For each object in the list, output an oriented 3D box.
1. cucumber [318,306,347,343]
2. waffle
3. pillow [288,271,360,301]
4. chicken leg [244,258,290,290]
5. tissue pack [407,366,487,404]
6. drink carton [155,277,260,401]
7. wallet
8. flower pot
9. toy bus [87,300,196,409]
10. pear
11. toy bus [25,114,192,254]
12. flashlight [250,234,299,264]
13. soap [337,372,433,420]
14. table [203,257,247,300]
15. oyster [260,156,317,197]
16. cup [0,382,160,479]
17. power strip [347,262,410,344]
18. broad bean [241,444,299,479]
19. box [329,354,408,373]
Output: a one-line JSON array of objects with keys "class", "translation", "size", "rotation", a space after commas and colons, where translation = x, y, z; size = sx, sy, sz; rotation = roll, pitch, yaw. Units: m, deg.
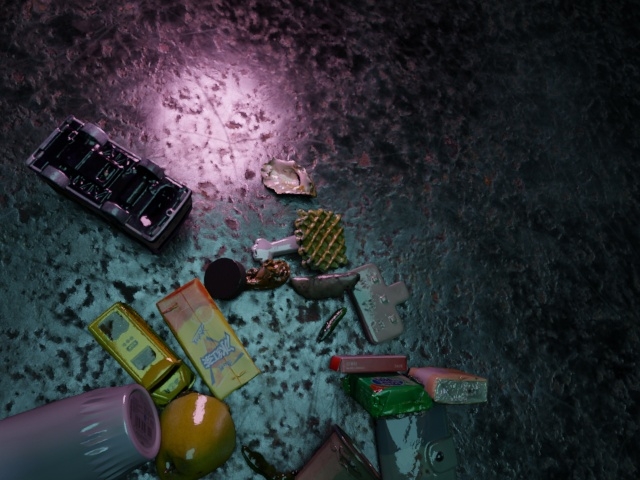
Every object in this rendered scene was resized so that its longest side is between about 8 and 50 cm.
[{"class": "cucumber", "translation": [0.035, 0.280, 1.608], "size": [0.037, 0.037, 0.155], "rotation": [40, 69, 1]}, {"class": "waffle", "translation": [-0.002, 0.001, 1.642], "size": [0.204, 0.054, 0.223], "rotation": [2, 76, -39]}, {"class": "pillow", "translation": [0.015, 0.157, 1.611], "size": [0.241, 0.051, 0.093], "rotation": [-5, 93, 5]}, {"class": "chicken leg", "translation": [-0.198, 0.122, 1.572], "size": [0.207, 0.101, 0.085], "rotation": [-17, 67, -6]}, {"class": "tissue pack", "translation": [0.398, 0.458, 1.540], "size": [0.186, 0.222, 0.090], "rotation": [4, 84, -10]}, {"class": "drink carton", "translation": [-0.345, 0.304, 1.482], "size": [0.154, 0.111, 0.351], "rotation": [-33, 85, -17]}, {"class": "wallet", "translation": [0.309, 0.683, 1.534], "size": [0.252, 0.083, 0.360], "rotation": [-6, 77, -8]}, {"class": "flower pot", "translation": [0.047, 0.693, 1.421], "size": [0.202, 0.212, 0.212], "rotation": [-44, 87, -9]}, {"class": "toy bus", "translation": [-0.516, 0.335, 1.413], "size": [0.330, 0.152, 0.144], "rotation": [45, 70, 3]}, {"class": "pear", "translation": [-0.355, 0.573, 1.327], "size": [0.267, 0.178, 0.267], "rotation": [-1, 99, -5]}, {"class": "toy bus", "translation": [-0.613, -0.152, 1.476], "size": [0.440, 0.249, 0.209], "rotation": [31, 71, 4]}, {"class": "flashlight", "translation": [-0.135, 0.023, 1.638], "size": [0.200, 0.047, 0.093], "rotation": [-14, 79, -18]}, {"class": "soap", "translation": [0.191, 0.463, 1.473], "size": [0.218, 0.273, 0.098], "rotation": [-4, 87, -12]}, {"class": "table", "translation": [-0.304, 0.123, 1.544], "size": [0.133, 0.043, 0.133], "rotation": [-4, 75, 16]}, {"class": "oyster", "translation": [-0.109, -0.220, 1.704], "size": [0.209, 0.072, 0.133], "rotation": [4, 80, 10]}, {"class": "cup", "translation": [-0.627, 0.526, 1.247], "size": [0.371, 0.253, 0.253], "rotation": [-19, 79, -2]}, {"class": "power strip", "translation": [0.210, 0.204, 1.654], "size": [0.194, 0.059, 0.265], "rotation": [-20, 79, -16]}, {"class": "broad bean", "translation": [-0.161, 0.682, 1.449], "size": [0.195, 0.046, 0.061], "rotation": [29, 59, -8]}, {"class": "box", "translation": [0.152, 0.395, 1.556], "size": [0.229, 0.123, 0.050], "rotation": [2, 79, -12]}]
